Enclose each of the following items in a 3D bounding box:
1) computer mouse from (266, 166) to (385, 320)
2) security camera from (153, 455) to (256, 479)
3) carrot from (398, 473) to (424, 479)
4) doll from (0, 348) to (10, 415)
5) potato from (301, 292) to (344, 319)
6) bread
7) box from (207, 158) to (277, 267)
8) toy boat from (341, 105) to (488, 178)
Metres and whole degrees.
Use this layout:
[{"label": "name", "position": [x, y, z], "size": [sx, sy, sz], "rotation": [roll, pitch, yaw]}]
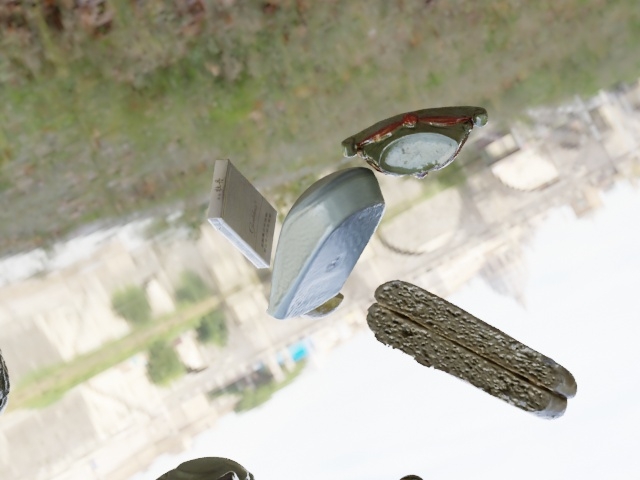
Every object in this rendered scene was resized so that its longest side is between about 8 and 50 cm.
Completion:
[{"label": "computer mouse", "position": [0.000, 0.000, 1.495], "size": [0.128, 0.079, 0.231], "rotation": [-17, 145, -44]}, {"label": "security camera", "position": [-0.171, 0.407, 1.762], "size": [0.191, 0.197, 0.277], "rotation": [-31, -168, -1]}, {"label": "carrot", "position": [0.097, 0.275, 1.309], "size": [0.035, 0.035, 0.142], "rotation": [-28, 156, -9]}, {"label": "doll", "position": [-0.587, 0.160, 1.661], "size": [0.247, 0.247, 0.349], "rotation": [-28, 135, 5]}, {"label": "potato", "position": [-0.010, 0.106, 2.124], "size": [0.066, 0.103, 0.096], "rotation": [-65, -149, 8]}, {"label": "bread", "position": [0.233, 0.166, 1.863], "size": [0.102, 0.337, 0.183], "rotation": [-64, 158, 3]}, {"label": "box", "position": [-0.127, -0.042, 2.031], "size": [0.029, 0.109, 0.198], "rotation": [-5, 154, 23]}, {"label": "toy boat", "position": [0.115, -0.121, 1.501], "size": [0.185, 0.089, 0.071], "rotation": [-12, -149, 8]}]
